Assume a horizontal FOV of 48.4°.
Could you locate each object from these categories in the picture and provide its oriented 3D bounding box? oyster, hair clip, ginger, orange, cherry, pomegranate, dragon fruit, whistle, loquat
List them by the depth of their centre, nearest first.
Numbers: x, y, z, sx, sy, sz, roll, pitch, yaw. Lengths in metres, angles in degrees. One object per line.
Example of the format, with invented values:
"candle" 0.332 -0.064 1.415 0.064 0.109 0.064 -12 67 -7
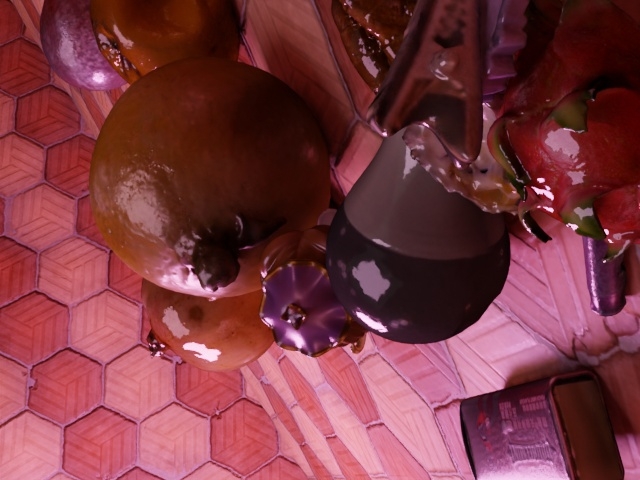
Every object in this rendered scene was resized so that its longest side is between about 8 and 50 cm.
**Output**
"hair clip" 0.088 -0.179 0.455 0.106 0.085 0.292 134 147 -72
"dragon fruit" 0.171 -0.102 0.461 0.137 0.135 0.235 134 128 -61
"oyster" 0.127 -0.073 0.557 0.146 0.045 0.121 23 152 27
"whistle" 0.229 -0.011 0.579 0.033 0.033 0.176 33 148 52
"ginger" 0.050 -0.211 0.669 0.162 0.073 0.103 59 160 5
"loquat" -0.141 -0.063 0.953 0.359 0.329 0.328 -103 1 -48
"orange" -0.247 -0.325 1.079 0.249 0.183 0.249 47 156 29
"cherry" -0.455 -0.412 1.432 0.236 0.213 0.285 34 141 28
"pomegranate" -0.248 0.138 1.549 0.338 0.338 0.338 49 158 28

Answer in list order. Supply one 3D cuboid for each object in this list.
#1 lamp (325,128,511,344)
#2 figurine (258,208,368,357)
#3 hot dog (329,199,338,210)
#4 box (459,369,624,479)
"lamp" 0.118 -0.044 0.686 0.182 0.182 0.313 43 122 39
"figurine" 0.018 0.054 0.878 0.263 0.142 0.189 -2 -101 -67
"hot dog" 0.001 -0.002 1.115 0.099 0.065 0.147 37 149 35
"box" 0.236 0.218 0.796 0.224 0.069 0.120 129 133 -68
